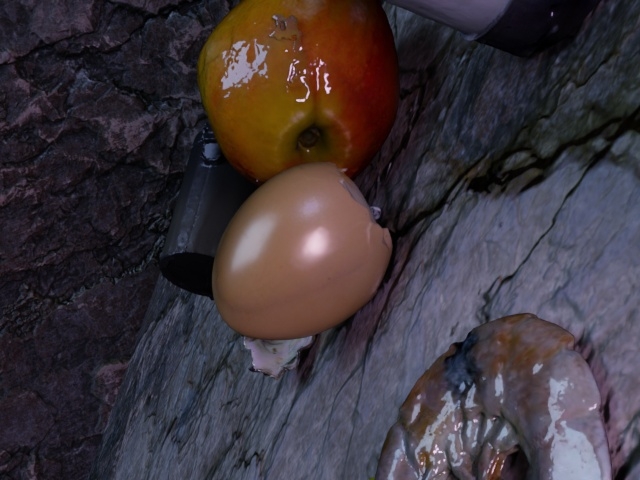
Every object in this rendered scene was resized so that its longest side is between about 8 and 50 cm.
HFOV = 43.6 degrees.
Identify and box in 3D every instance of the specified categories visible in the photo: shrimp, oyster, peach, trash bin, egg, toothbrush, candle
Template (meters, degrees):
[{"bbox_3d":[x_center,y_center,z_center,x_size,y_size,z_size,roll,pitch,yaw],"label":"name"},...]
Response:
[{"bbox_3d":[0.109,0.226,0.617,0.360,0.085,0.247,-66,24,-4],"label":"shrimp"},{"bbox_3d":[-0.059,0.139,1.220,0.133,0.072,0.209,-39,34,-1],"label":"oyster"},{"bbox_3d":[-0.030,-0.238,1.189,0.372,0.290,0.372,-8,-90,-86],"label":"peach"},{"bbox_3d":[-0.198,-0.056,1.629,0.252,0.203,0.301,61,-144,-58],"label":"trash bin"},{"bbox_3d":[-0.029,0.022,1.016,0.244,0.201,0.201,-41,15,-8],"label":"egg"},{"bbox_3d":[0.032,-0.037,1.220,0.263,0.026,0.022,177,107,-71],"label":"toothbrush"},{"bbox_3d":[0.118,-0.338,0.810,0.221,0.343,0.221,-161,90,-78],"label":"candle"}]

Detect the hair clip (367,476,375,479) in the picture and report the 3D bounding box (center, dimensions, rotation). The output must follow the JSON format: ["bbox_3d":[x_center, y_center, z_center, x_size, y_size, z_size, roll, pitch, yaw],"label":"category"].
[{"bbox_3d":[0.032,0.297,0.796,0.173,0.046,0.072,-56,25,29],"label":"hair clip"}]
